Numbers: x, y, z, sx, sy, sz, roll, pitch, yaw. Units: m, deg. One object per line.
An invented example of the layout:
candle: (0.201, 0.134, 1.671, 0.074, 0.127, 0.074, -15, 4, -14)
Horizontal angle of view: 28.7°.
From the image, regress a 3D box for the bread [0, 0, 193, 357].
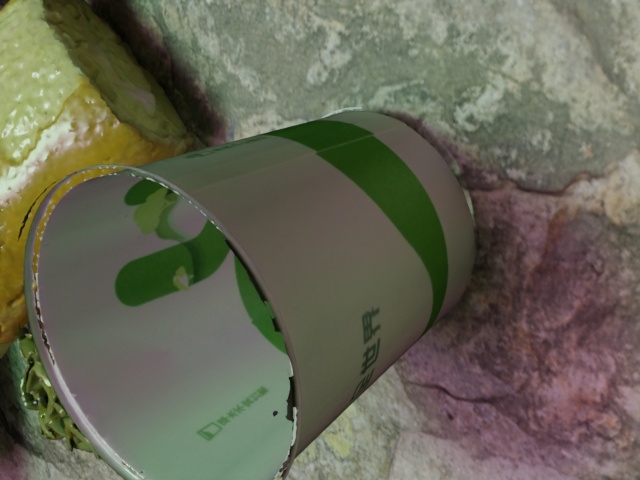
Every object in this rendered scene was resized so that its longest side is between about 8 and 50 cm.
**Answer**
bread: (-0.305, -0.041, 1.210, 0.375, 0.165, 0.236, -47, 63, 16)

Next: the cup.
cup: (-0.034, 0.029, 0.905, 0.253, 0.274, 0.253, 20, 122, 34)

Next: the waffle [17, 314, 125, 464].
waffle: (-0.255, 0.089, 1.355, 0.297, 0.073, 0.317, -12, 91, 49)
